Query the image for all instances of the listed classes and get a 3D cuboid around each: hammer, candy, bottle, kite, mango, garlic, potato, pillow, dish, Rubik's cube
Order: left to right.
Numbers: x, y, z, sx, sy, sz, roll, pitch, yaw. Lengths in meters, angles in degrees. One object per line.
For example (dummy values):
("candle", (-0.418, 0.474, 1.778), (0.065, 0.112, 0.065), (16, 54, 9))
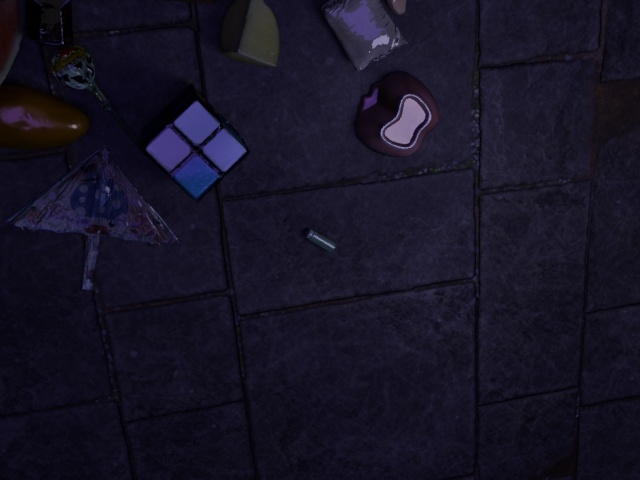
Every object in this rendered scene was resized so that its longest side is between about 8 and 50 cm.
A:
("mango", (-0.630, -0.265, 1.599), (0.254, 0.113, 0.138), (2, 111, -15))
("kite", (-0.531, -0.046, 1.760), (0.406, 0.014, 0.368), (7, 108, -15))
("candy", (-0.484, -0.299, 1.651), (0.091, 0.083, 0.305), (-34, 122, 0))
("hammer", (-0.413, -0.538, 1.565), (0.409, 0.095, 0.242), (-4, 119, -19))
("Rubik's cube", (-0.283, -0.221, 1.659), (0.167, 0.183, 0.180), (-42, 115, 6))
("potato", (-0.151, -0.473, 1.667), (0.120, 0.081, 0.149), (13, 91, -48))
("bottle", (0.000, 0.000, 1.889), (0.083, 0.030, 0.030), (30, 101, -20))
("pillow", (0.094, -0.497, 1.695), (0.134, 0.078, 0.181), (-33, 113, 2))
("garlic", (0.177, -0.563, 1.710), (0.053, 0.041, 0.083), (-11, 121, -23))
("dish", (0.194, -0.292, 1.788), (0.214, 0.090, 0.213), (-5, 112, -11))

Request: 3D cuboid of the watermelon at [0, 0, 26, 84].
("watermelon", (-0.720, -0.437, 1.486), (0.256, 0.176, 0.260), (-10, 134, -24))
